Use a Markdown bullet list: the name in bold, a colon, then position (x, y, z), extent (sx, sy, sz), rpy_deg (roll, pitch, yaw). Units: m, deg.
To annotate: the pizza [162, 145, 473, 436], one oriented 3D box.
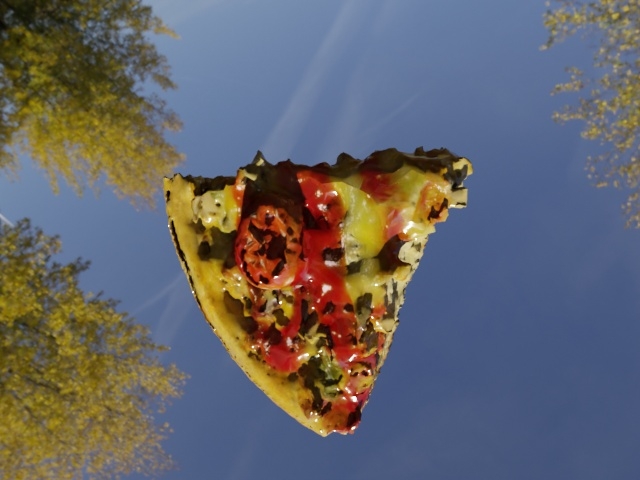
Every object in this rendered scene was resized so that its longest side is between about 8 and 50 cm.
- **pizza**: position (0.000, 0.000, 0.747), extent (0.406, 0.130, 0.439), rpy_deg (-40, -100, 20)
